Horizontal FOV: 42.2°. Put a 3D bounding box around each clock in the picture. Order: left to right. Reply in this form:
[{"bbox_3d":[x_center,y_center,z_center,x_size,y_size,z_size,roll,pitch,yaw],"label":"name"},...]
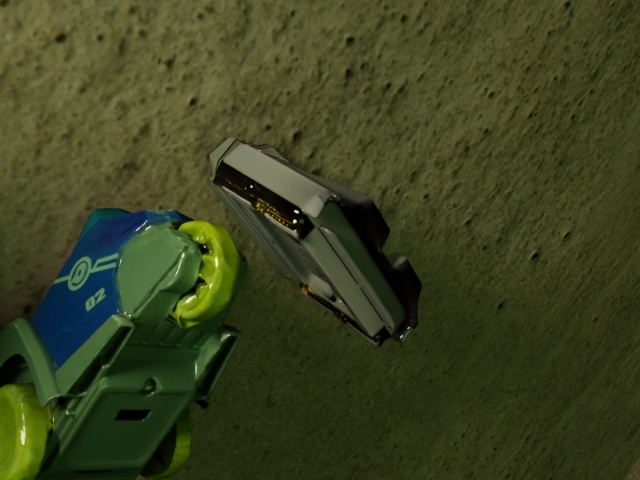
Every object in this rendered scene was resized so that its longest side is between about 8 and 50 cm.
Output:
[{"bbox_3d":[0.000,0.000,0.901,0.083,0.186,0.253,-47,137,-12],"label":"clock"}]

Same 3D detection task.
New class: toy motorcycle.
[{"bbox_3d":[-0.194,0.084,0.808,0.191,0.200,0.326,12,120,-43],"label":"toy motorcycle"}]
